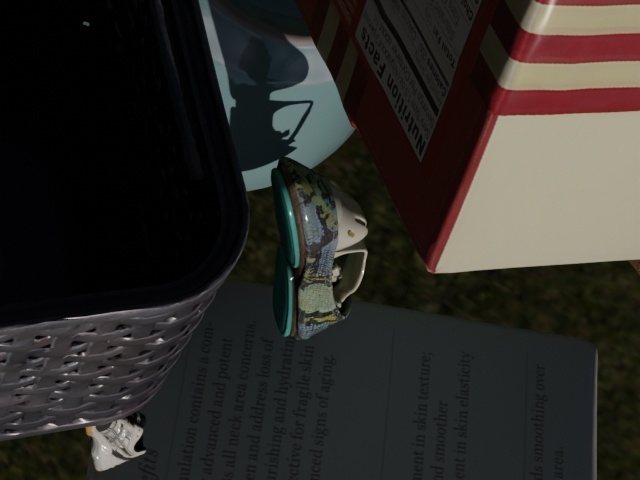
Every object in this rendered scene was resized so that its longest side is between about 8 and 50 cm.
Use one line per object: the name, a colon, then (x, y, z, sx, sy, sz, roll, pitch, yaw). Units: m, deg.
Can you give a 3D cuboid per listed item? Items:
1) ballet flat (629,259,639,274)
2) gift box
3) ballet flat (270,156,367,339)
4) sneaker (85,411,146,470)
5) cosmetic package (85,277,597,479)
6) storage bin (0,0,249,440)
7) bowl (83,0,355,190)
ballet flat: (0.179, -0.052, 1.020, 0.073, 0.067, 0.206, 7, 71, -39)
gift box: (0.153, -0.150, 0.644, 0.258, 0.255, 0.276, -3, 140, -24)
ballet flat: (0.000, 0.000, 1.178, 0.070, 0.070, 0.188, -27, 155, -17)
sneaker: (-0.122, 0.103, 1.044, 0.037, 0.032, 0.083, -14, 145, -7)
cosmetic package: (-0.001, 0.265, 1.462, 0.394, 0.329, 0.327, 11, 143, -3)
storage bin: (-0.118, -0.019, 0.379, 0.180, 0.084, 0.122, -7, 70, -20)
bowl: (-0.054, -0.201, 1.272, 0.311, 0.163, 0.311, 5, 77, -24)
